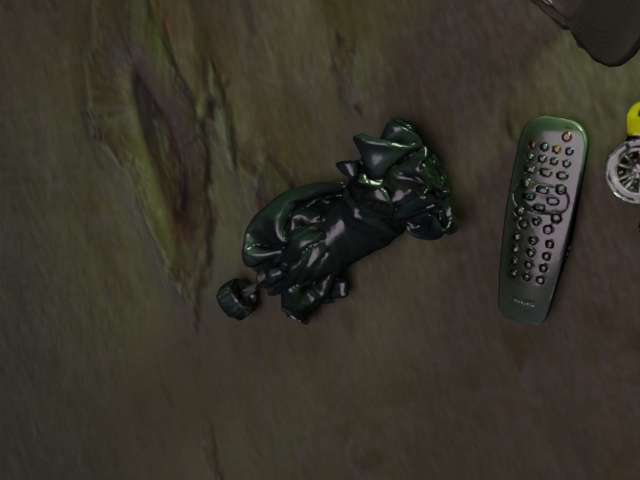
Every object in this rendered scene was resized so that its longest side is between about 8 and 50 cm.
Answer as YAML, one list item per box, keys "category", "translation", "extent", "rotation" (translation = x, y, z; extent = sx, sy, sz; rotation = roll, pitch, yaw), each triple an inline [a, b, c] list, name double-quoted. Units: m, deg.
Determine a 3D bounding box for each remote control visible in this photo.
- category: "remote control"
  translation: [0.231, -0.019, 0.995]
  extent: [0.072, 0.042, 0.222]
  rotation: [14, 107, 24]

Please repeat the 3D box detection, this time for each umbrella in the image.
- category: "umbrella"
  translation: [0.000, 0.003, 1.094]
  extent: [0.349, 0.094, 0.143]
  rotation: [-33, 81, 32]

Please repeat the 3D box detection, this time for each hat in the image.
- category: "hat"
  translation: [0.248, -0.286, 0.839]
  extent: [0.149, 0.244, 0.214]
  rotation: [29, 113, -4]

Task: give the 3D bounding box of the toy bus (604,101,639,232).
- category: "toy bus"
  translation: [0.370, 0.026, 0.874]
  extent: [0.152, 0.144, 0.330]
  rotation: [-9, 99, 29]
